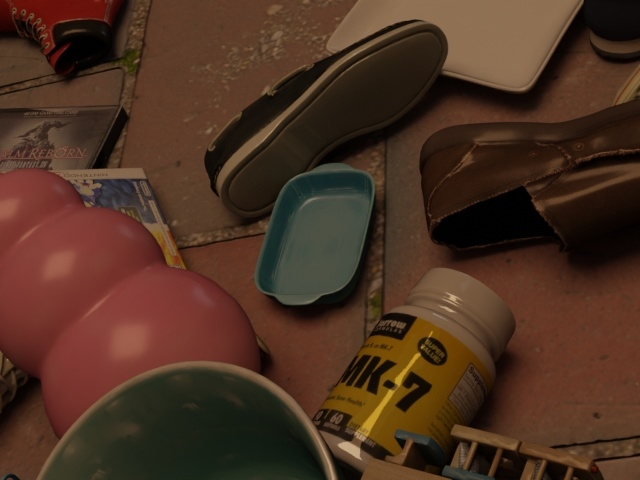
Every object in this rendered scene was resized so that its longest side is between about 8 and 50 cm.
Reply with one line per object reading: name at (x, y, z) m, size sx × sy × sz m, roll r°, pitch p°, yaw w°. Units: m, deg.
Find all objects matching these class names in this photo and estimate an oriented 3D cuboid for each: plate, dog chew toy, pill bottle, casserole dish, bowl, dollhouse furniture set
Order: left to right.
dog chew toy at (-0.212, 0.064, 1.241) m, size 0.206 × 0.206 × 0.332 m, roll -41°, pitch 80°, yaw -13°
bowl at (-0.082, 0.268, 1.067) m, size 0.311 × 0.163 × 0.311 m, roll -12°, pitch 63°, yaw 26°
casserole dish at (0.000, 0.000, 1.382) m, size 0.114 × 0.037 × 0.188 m, roll -3°, pitch 50°, yaw 22°
pill bottle at (0.081, 0.133, 1.174) m, size 0.119 × 0.119 × 0.208 m, roll 18°, pitch 60°, yaw 34°
plate at (0.186, -0.280, 1.535) m, size 0.278 × 0.045 × 0.277 m, roll 17°, pitch 61°, yaw 34°
dollhouse furniture set at (0.133, 0.201, 1.040) m, size 0.129 × 0.183 × 0.129 m, roll 10°, pitch 60°, yaw 30°

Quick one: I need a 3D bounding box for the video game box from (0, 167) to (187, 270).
video game box at (-0.257, -0.002, 1.429) m, size 0.187 × 0.048 × 0.205 m, roll -5°, pitch 41°, yaw -23°

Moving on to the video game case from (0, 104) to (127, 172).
video game case at (-0.366, -0.056, 1.601) m, size 0.196 × 0.026 × 0.274 m, roll 1°, pitch 53°, yaw 24°

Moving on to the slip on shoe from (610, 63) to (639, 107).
slip on shoe at (0.412, -0.200, 1.336) m, size 0.331 × 0.123 × 0.101 m, roll -45°, pitch 16°, yaw -10°

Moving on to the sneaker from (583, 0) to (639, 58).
sneaker at (0.396, -0.342, 1.435) m, size 0.112 × 0.131 × 0.319 m, roll 24°, pitch 64°, yaw 37°

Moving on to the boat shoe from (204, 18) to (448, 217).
boat shoe at (-0.001, -0.151, 1.449) m, size 0.302 × 0.114 × 0.091 m, roll -34°, pitch 42°, yaw 0°

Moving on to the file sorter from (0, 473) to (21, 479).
file sorter at (-0.281, 0.281, 1.216) m, size 0.170 × 0.104 × 0.118 m, roll -3°, pitch 51°, yaw 21°

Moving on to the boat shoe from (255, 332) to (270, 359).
boat shoe at (-0.101, 0.089, 1.342) m, size 0.043 × 0.049 × 0.137 m, roll -44°, pitch 46°, yaw -11°

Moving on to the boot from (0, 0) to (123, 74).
boot at (-0.387, -0.285, 1.769) m, size 0.244 × 0.088 × 0.176 m, roll -6°, pitch 51°, yaw 14°

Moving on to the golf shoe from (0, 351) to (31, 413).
golf shoe at (-0.347, 0.124, 1.379) m, size 0.140 × 0.115 × 0.306 m, roll 4°, pitch 58°, yaw 2°

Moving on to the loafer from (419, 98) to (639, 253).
loafer at (0.259, -0.040, 1.251) m, size 0.366 × 0.134 × 0.130 m, roll -6°, pitch 53°, yaw 33°
